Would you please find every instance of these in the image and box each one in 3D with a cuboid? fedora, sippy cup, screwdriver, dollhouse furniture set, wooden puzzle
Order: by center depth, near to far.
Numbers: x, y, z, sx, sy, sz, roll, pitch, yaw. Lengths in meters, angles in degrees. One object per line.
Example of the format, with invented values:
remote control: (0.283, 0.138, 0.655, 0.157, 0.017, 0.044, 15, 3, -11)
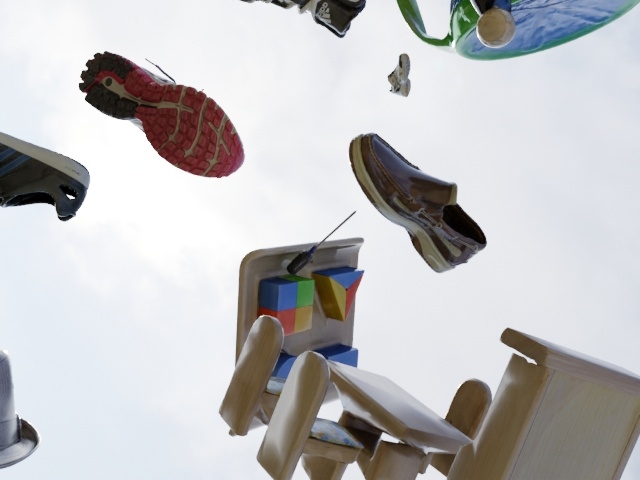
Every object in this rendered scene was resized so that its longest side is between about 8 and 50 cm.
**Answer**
dollhouse furniture set: (0.143, 0.195, 0.980, 0.394, 0.362, 0.256, 28, -83, 61)
sippy cup: (0.245, -0.363, 1.007, 0.240, 0.305, 0.224, 115, -38, -81)
fedora: (-0.467, 0.193, 1.056, 0.275, 0.244, 0.124, 173, -74, -76)
screwdriver: (0.000, 0.000, 1.426, 0.025, 0.024, 0.170, 46, -65, 7)
wooden puzzle: (-0.023, 0.174, 1.547, 0.080, 0.322, 0.347, 16, -75, 38)

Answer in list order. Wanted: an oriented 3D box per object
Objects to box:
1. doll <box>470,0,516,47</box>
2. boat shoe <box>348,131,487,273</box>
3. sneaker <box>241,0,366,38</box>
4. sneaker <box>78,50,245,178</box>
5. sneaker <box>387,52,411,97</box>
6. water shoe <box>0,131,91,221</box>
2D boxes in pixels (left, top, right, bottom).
doll: (0.162, -0.271, 0.836, 0.046, 0.129, 0.189, -14, -117, 26)
boat shoe: (0.139, -0.061, 1.125, 0.095, 0.257, 0.095, -22, -137, 29)
sneaker: (-0.062, -0.470, 1.487, 0.257, 0.447, 0.169, 50, -40, 12)
sneaker: (-0.232, -0.201, 1.318, 0.299, 0.112, 0.121, 36, -79, 18)
sneaker: (0.122, -0.259, 1.326, 0.037, 0.083, 0.032, 15, -128, 16)
water shoe: (-0.382, -0.083, 1.011, 0.073, 0.203, 0.080, 126, -20, -72)
